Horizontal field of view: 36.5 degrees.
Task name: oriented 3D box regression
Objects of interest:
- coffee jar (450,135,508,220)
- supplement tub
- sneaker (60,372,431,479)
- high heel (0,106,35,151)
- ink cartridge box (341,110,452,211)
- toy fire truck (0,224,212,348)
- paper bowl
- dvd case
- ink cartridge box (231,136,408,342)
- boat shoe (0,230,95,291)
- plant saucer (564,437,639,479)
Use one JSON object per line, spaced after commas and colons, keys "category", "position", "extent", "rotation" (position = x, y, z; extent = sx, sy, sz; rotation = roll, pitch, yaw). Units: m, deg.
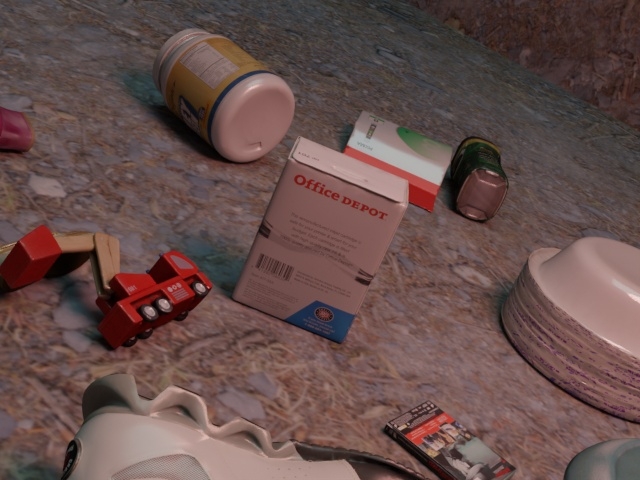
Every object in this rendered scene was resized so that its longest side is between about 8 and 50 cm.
{"category": "coffee jar", "position": [0.271, -0.111, 1.672], "extent": [0.079, 0.096, 0.184], "rotation": [20, 25, -5]}
{"category": "supplement tub", "position": [-0.150, -0.224, 1.473], "extent": [0.144, 0.144, 0.199], "rotation": [-5, 36, -46]}
{"category": "sneaker", "position": [-0.038, 0.225, 0.729], "extent": [0.330, 0.122, 0.146], "rotation": [19, 43, -12]}
{"category": "high heel", "position": [-0.462, -0.194, 1.219], "extent": [0.117, 0.082, 0.244], "rotation": [6, 41, -54]}
{"category": "ink cartridge box", "position": [0.130, -0.142, 1.667], "extent": [0.181, 0.056, 0.225], "rotation": [24, 23, 1]}
{"category": "toy fire truck", "position": [-0.207, 0.036, 0.968], "extent": [0.135, 0.047, 0.192], "rotation": [49, 30, 9]}
{"category": "paper bowl", "position": [0.399, 0.101, 1.299], "extent": [0.284, 0.148, 0.284], "rotation": [19, 23, -9]}
{"category": "dvd case", "position": [0.133, 0.214, 0.994], "extent": [0.119, 0.013, 0.087], "rotation": [35, 27, 26]}
{"category": "ink cartridge box", "position": [0.000, 0.000, 1.095], "extent": [0.139, 0.191, 0.082], "rotation": [23, 24, -3]}
{"category": "boat shoe", "position": [-0.284, 0.010, 0.996], "extent": [0.045, 0.050, 0.135], "rotation": [38, 28, 18]}
{"category": "plant saucer", "position": [0.408, 0.309, 1.011], "extent": [0.317, 0.044, 0.317], "rotation": [20, 25, -10]}
